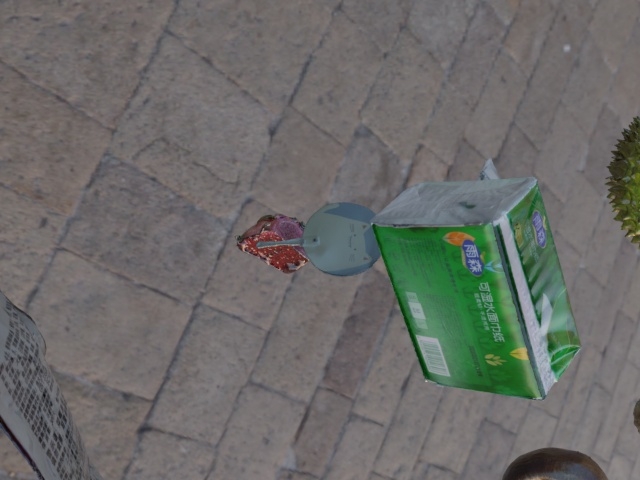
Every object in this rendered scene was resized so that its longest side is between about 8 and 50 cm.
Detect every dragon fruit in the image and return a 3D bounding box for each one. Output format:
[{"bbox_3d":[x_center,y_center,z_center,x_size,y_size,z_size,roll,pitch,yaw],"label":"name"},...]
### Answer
[{"bbox_3d":[-0.082,-0.013,1.499,0.147,0.102,0.096,37,49,-37],"label":"dragon fruit"}]

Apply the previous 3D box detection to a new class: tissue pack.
[{"bbox_3d":[0.177,0.034,0.821,0.156,0.148,0.209,-40,119,-38],"label":"tissue pack"}]

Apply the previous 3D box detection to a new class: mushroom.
[{"bbox_3d":[0.470,0.493,1.588,0.194,0.231,0.138,53,35,-10],"label":"mushroom"}]

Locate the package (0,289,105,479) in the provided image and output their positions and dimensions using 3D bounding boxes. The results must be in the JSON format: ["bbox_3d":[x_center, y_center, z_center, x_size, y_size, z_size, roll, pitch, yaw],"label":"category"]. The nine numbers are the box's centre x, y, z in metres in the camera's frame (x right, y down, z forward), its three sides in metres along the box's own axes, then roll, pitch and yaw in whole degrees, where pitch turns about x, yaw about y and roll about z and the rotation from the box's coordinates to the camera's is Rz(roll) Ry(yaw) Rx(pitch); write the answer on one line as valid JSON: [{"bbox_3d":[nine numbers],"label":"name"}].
[{"bbox_3d":[-0.182,0.127,0.534,0.030,0.154,0.239,-25,116,-13],"label":"package"}]

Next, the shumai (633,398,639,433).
[{"bbox_3d":[0.461,0.237,0.932,0.116,0.146,0.145,2,99,-47],"label":"shumai"}]

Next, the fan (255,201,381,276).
[{"bbox_3d":[0.000,0.000,1.055,0.005,0.176,0.113,81,6,-62],"label":"fan"}]

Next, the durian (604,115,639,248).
[{"bbox_3d":[0.506,-0.063,1.006,0.291,0.291,0.224,8,100,-46],"label":"durian"}]
